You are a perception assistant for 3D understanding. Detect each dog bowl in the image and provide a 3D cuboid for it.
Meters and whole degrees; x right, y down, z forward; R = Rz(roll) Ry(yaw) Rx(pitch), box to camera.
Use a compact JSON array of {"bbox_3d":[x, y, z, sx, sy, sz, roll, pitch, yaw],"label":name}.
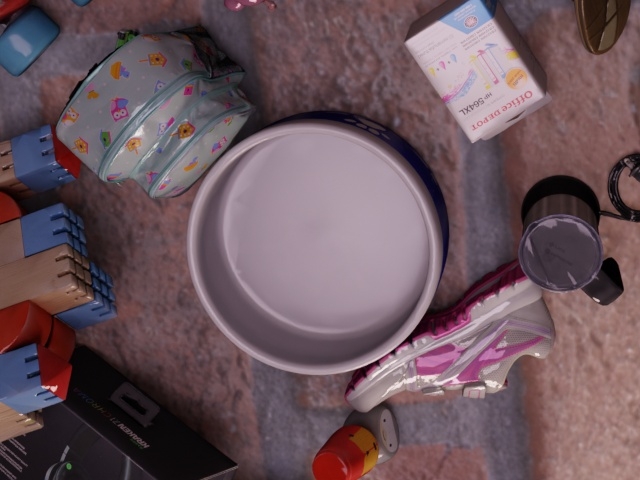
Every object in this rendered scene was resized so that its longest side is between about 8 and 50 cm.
[{"bbox_3d":[0.000,0.000,1.859,0.265,0.104,0.265,3,104,11],"label":"dog bowl"}]

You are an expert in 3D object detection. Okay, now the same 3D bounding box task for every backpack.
[{"bbox_3d":[-0.166,-0.126,1.790,0.166,0.188,0.144,-46,73,19],"label":"backpack"}]

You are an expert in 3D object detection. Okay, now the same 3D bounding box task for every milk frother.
[{"bbox_3d":[0.278,-0.022,1.812,0.129,0.135,0.143,28,110,-3],"label":"milk frother"}]

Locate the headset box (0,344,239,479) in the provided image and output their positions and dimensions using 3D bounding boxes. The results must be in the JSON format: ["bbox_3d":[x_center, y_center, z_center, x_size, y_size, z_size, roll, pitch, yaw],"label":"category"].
[{"bbox_3d":[-0.257,0.286,1.948,0.246,0.131,0.283,34,112,24],"label":"headset box"}]

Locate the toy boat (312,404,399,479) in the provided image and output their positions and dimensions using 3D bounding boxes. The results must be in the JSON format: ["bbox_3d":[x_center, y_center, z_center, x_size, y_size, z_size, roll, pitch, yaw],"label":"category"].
[{"bbox_3d":[-0.006,0.329,1.973,0.267,0.148,0.318,31,114,14],"label":"toy boat"}]

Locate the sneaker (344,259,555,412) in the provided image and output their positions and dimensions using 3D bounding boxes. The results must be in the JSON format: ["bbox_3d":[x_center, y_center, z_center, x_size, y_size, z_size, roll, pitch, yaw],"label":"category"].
[{"bbox_3d":[0.143,0.128,1.900,0.252,0.103,0.111,-29,101,17],"label":"sneaker"}]

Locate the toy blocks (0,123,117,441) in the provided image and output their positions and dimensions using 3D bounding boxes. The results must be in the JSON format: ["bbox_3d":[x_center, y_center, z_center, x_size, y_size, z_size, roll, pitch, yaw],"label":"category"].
[{"bbox_3d":[-0.337,0.054,1.851,0.261,0.191,0.381,-19,62,14],"label":"toy blocks"}]

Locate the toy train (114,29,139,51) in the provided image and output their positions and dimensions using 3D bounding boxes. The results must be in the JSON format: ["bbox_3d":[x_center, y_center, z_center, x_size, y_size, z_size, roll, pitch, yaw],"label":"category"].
[{"bbox_3d":[-0.210,-0.185,1.885,0.024,0.017,0.083,20,111,12],"label":"toy train"}]

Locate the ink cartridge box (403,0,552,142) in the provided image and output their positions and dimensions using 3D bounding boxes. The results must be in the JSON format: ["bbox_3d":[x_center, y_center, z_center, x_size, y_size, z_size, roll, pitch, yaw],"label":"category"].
[{"bbox_3d":[0.163,-0.175,1.798,0.092,0.090,0.143,-32,101,17],"label":"ink cartridge box"}]

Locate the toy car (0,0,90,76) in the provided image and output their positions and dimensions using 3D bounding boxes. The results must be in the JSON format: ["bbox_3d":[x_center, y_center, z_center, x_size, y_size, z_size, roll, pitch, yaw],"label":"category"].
[{"bbox_3d":[-0.344,-0.275,1.753,0.219,0.238,0.210,45,109,-9],"label":"toy car"}]

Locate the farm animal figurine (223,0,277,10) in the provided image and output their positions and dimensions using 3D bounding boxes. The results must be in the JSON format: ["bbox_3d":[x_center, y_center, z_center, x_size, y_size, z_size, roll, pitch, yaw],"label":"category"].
[{"bbox_3d":[-0.122,-0.375,1.686,0.330,0.172,0.326,-13,92,-17],"label":"farm animal figurine"}]

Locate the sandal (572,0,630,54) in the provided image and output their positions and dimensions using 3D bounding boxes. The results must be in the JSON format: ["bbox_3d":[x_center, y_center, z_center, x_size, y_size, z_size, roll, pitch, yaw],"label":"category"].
[{"bbox_3d":[0.259,-0.274,1.769,0.072,0.049,0.180,-28,108,-29],"label":"sandal"}]
